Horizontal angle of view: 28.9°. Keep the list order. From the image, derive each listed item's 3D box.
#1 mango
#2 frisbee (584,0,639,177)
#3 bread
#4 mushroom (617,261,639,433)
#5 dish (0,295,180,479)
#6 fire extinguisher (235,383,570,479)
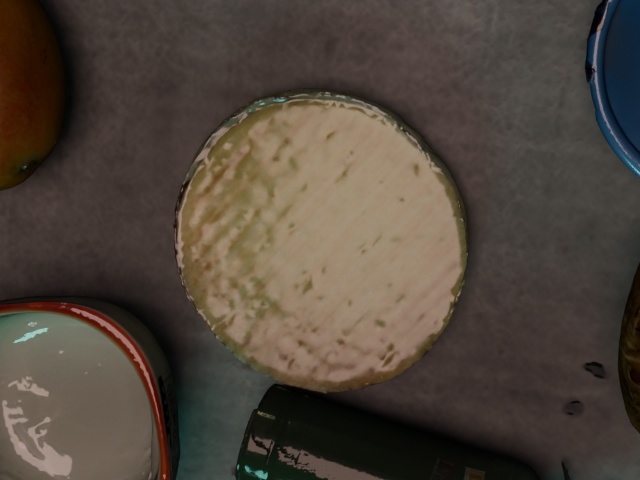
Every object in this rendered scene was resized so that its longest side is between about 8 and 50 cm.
[{"bbox_3d":[-0.297,-0.152,1.074,0.151,0.120,0.221,-5,91,15],"label":"mango"},{"bbox_3d":[0.330,-0.143,0.974,0.242,0.045,0.242,2,106,7],"label":"frisbee"},{"bbox_3d":[0.000,0.000,1.076,0.267,0.040,0.267,2,99,12],"label":"bread"},{"bbox_3d":[0.348,0.080,0.957,0.253,0.153,0.253,3,112,9],"label":"mushroom"},{"bbox_3d":[-0.233,0.158,1.114,0.256,0.117,0.256,2,101,10],"label":"dish"},{"bbox_3d":[0.091,0.207,1.068,0.311,0.095,0.114,18,62,10],"label":"fire extinguisher"}]
